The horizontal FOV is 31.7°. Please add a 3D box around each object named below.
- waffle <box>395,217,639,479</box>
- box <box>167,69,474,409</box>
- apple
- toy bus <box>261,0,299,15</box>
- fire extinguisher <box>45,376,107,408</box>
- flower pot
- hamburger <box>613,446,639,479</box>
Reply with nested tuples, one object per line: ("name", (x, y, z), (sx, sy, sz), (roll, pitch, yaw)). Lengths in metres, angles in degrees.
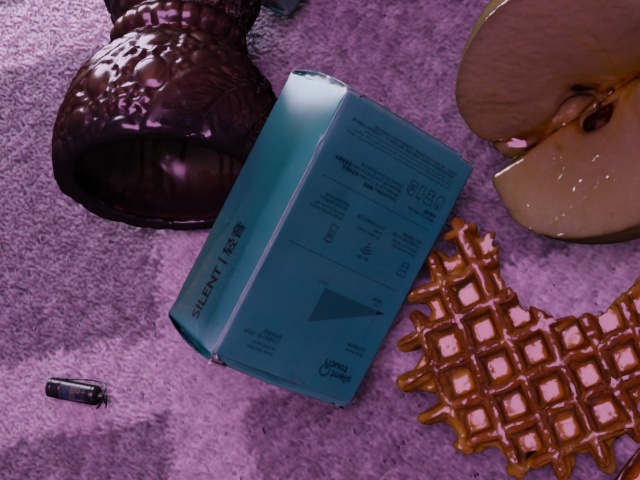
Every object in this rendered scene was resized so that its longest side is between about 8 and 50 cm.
("waffle", (0.227, 0.122, 1.206), (0.293, 0.069, 0.259), (16, 84, 19))
("box", (0.000, 0.000, 1.204), (0.118, 0.205, 0.311), (30, 94, 54))
("apple", (0.297, -0.152, 1.164), (0.258, 0.233, 0.295), (-38, 83, 44))
("toy bus", (-0.006, -0.408, 1.400), (0.091, 0.109, 0.261), (30, 85, 28))
("fire extinguisher", (-0.291, 0.182, 1.369), (0.083, 0.025, 0.038), (8, 55, 19))
("flower pot", (-0.168, -0.180, 1.316), (0.267, 0.266, 0.267), (-5, 65, 16))
("hamburger", (0.369, 0.272, 1.109), (0.166, 0.087, 0.137), (41, 89, 21))
